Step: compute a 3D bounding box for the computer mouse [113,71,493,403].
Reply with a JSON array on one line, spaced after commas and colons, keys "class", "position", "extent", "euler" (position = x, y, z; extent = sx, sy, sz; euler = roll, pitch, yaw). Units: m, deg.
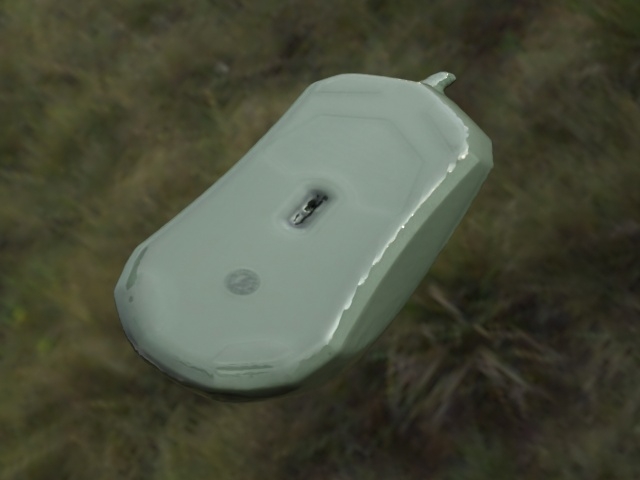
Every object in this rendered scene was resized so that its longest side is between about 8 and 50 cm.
[{"class": "computer mouse", "position": [0.000, 0.000, 0.406], "extent": [0.056, 0.032, 0.110], "euler": [28, 57, 24]}]
